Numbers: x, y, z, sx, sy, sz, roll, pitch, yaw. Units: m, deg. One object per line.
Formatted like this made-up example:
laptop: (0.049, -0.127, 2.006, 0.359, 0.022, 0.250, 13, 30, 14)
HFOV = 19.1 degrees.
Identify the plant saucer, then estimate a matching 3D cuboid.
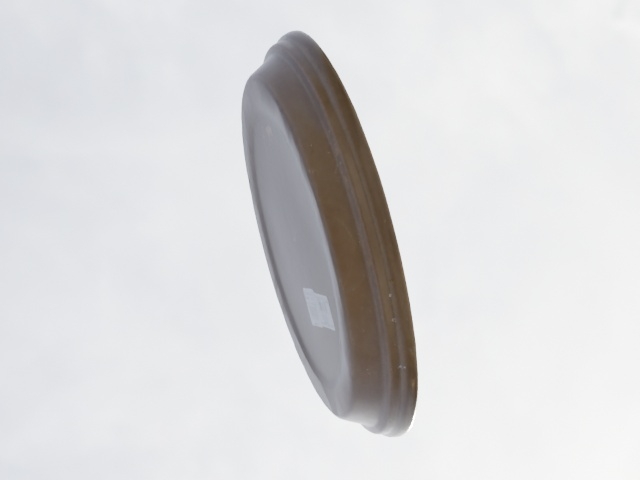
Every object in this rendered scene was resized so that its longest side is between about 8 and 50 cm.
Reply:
plant saucer: (0.000, 0.000, 1.254, 0.041, 0.278, 0.278, -15, -92, -12)
